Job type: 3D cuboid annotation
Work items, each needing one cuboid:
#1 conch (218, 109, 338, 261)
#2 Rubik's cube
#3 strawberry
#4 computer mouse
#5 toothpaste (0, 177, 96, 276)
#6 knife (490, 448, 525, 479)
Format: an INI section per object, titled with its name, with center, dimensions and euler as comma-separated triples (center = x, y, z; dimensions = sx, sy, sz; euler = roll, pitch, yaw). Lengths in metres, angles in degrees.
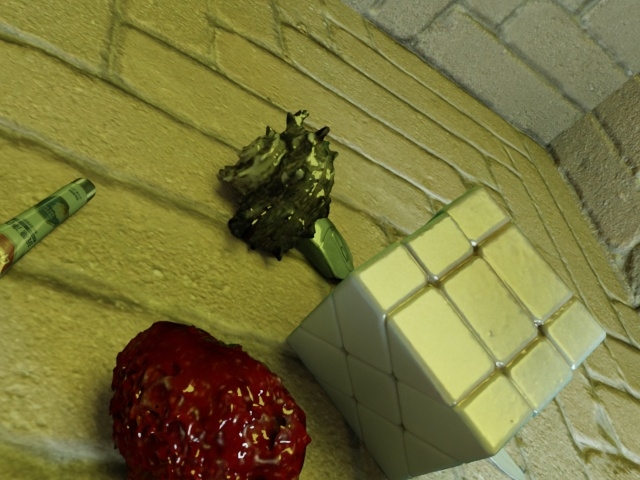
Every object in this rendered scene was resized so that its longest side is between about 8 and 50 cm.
[conch]
center = -0.088, -0.116, 1.289
dimensions = 0.186, 0.241, 0.312
euler = 58, 34, -61
[Rubik's cube]
center = 0.190, 0.158, 1.103
dimensions = 0.316, 0.322, 0.318
euler = -31, 79, -32
[strawberry]
center = -0.139, 0.236, 0.817
dimensions = 0.274, 0.274, 0.220
euler = 38, 70, -16
[computer mouse]
center = 0.002, -0.005, 1.387
dimensions = 0.229, 0.068, 0.113
euler = 46, 32, -3
[toothpaste]
center = -0.399, -0.026, 0.949
dimensions = 0.062, 0.039, 0.239
euler = 49, 32, -11
[knife]
center = 0.316, 0.369, 1.380
dimensions = 0.336, 0.043, 0.081
euler = 51, 31, 3
